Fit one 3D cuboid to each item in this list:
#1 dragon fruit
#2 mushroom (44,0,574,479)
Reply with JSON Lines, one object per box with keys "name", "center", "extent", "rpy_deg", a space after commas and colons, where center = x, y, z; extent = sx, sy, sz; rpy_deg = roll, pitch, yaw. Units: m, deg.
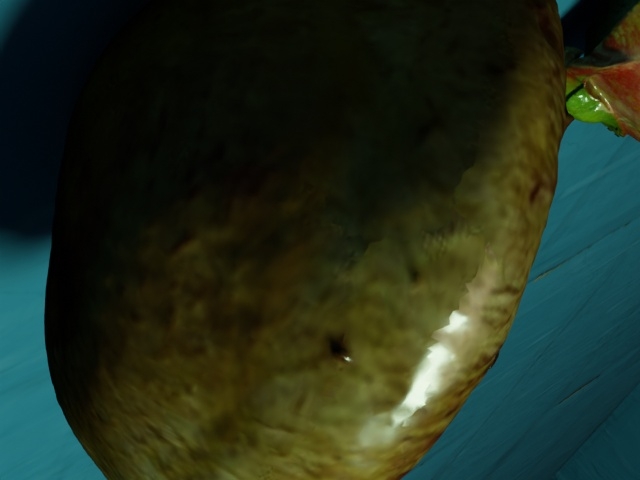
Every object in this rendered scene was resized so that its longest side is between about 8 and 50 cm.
{"name": "dragon fruit", "center": [0.280, -0.156, 1.087], "extent": [0.268, 0.130, 0.295], "rpy_deg": [-36, 162, -22]}
{"name": "mushroom", "center": [-0.011, -0.001, 0.676], "extent": [0.283, 0.195, 0.263], "rpy_deg": [84, 19, -75]}
